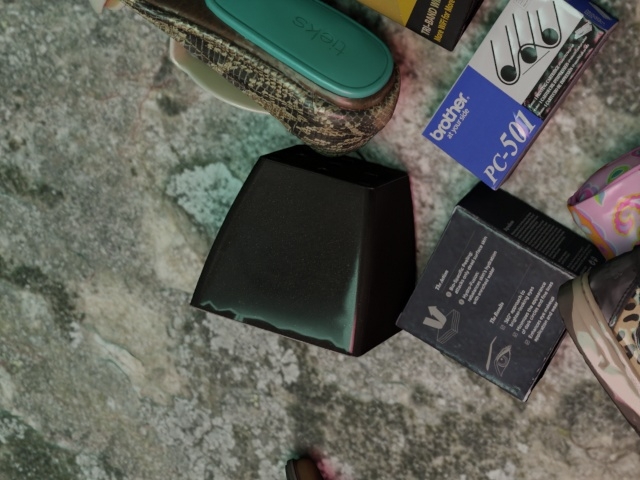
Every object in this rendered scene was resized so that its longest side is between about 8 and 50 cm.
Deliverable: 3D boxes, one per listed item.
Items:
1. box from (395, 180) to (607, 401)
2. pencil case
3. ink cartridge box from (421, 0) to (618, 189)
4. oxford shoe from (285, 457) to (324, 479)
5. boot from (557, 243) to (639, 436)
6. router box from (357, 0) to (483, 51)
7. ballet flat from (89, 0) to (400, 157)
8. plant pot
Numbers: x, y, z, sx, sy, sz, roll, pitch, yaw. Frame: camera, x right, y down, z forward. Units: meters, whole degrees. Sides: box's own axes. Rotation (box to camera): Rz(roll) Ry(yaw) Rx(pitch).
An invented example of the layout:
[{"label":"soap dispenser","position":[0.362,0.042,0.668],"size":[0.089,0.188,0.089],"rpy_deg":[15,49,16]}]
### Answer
[{"label":"box","position":[0.186,0.050,2.015],"size":[0.158,0.093,0.156],"rpy_deg":[31,119,9]},{"label":"pencil case","position":[0.358,0.044,1.923],"size":[0.124,0.124,0.284],"rpy_deg":[-32,95,30]},{"label":"ink cartridge box","position":[0.195,-0.160,1.956],"size":[0.097,0.046,0.207],"rpy_deg":[38,120,7]},{"label":"oxford shoe","position":[0.047,0.324,2.205],"size":[0.096,0.083,0.227],"rpy_deg":[-39,89,6]},{"label":"boot","position":[0.431,0.117,1.799],"size":[0.284,0.138,0.377],"rpy_deg":[-38,90,19]},{"label":"router box","position":[0.062,-0.331,1.824],"size":[0.243,0.081,0.309],"rpy_deg":[29,155,6]},{"label":"ballet flat","position":[-0.134,-0.249,2.019],"size":[0.483,0.164,0.182],"rpy_deg":[40,145,3]},{"label":"plant pot","position":[0.000,0.000,2.038],"size":[0.187,0.188,0.167],"rpy_deg":[17,103,17]}]
